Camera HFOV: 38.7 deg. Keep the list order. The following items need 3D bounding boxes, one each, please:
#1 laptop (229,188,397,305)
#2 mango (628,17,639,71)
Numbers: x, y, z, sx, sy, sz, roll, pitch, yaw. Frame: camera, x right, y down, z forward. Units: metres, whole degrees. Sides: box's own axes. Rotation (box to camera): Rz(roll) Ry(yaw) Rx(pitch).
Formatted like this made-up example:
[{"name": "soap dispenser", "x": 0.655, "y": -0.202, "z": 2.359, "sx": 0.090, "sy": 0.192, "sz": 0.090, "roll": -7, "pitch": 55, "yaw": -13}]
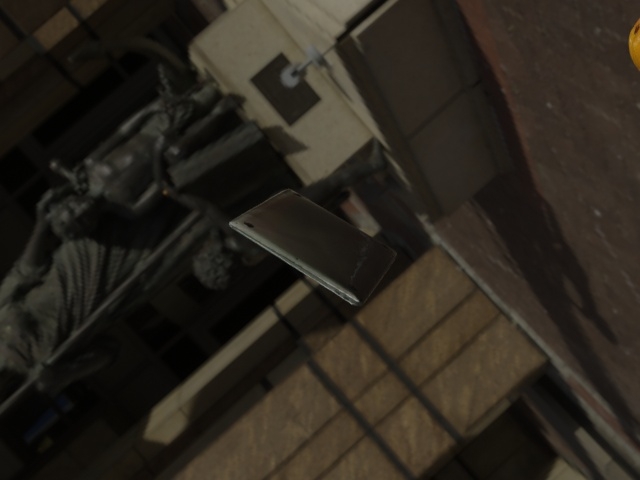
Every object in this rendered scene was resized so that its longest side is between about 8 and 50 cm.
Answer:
[{"name": "laptop", "x": 0.000, "y": 0.000, "z": 1.185, "sx": 0.187, "sy": 0.015, "sz": 0.269, "roll": 31, "pitch": -163, "yaw": 6}, {"name": "mango", "x": 0.579, "y": -0.317, "z": 1.369, "sx": 0.102, "sy": 0.217, "sz": 0.141, "roll": 16, "pitch": -118, "yaw": -82}]
